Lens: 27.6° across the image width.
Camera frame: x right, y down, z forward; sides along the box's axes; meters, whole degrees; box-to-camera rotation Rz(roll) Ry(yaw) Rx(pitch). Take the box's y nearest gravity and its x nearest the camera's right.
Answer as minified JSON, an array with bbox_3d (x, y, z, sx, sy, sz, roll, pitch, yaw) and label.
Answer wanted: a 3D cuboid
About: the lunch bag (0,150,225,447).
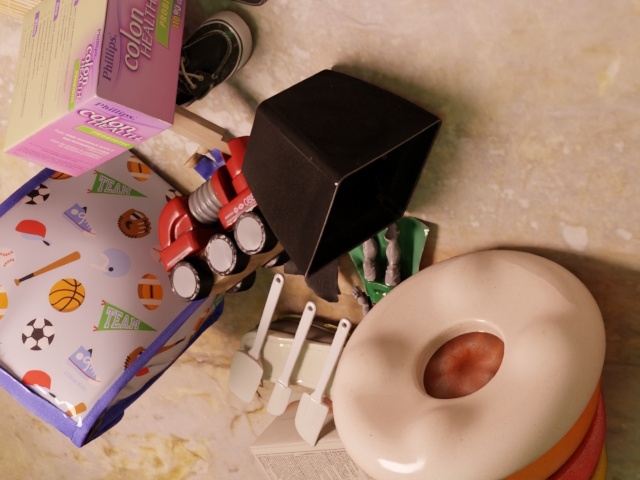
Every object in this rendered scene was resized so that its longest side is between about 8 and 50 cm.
[{"bbox_3d":[-0.349,0.081,1.905,0.328,0.385,0.239,37,139,6],"label":"lunch bag"}]

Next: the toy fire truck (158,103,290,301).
[{"bbox_3d":[-0.152,-0.064,1.756,0.217,0.158,0.246,-35,74,37],"label":"toy fire truck"}]

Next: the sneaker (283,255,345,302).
[{"bbox_3d":[0.000,0.001,1.808,0.089,0.051,0.170,11,113,-1],"label":"sneaker"}]

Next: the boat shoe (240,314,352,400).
[{"bbox_3d":[0.027,0.177,1.899,0.305,0.091,0.109,15,121,32],"label":"boat shoe"}]

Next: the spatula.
[{"bbox_3d":[-0.045,0.170,1.876,0.168,0.019,0.242,35,129,22],"label":"spatula"}]

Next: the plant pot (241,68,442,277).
[{"bbox_3d":[0.008,-0.100,1.625,0.167,0.188,0.187,42,142,20],"label":"plant pot"}]

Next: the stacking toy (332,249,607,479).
[{"bbox_3d":[0.262,0.277,1.692,0.351,0.350,0.480,2,141,38],"label":"stacking toy"}]

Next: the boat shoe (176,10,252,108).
[{"bbox_3d":[-0.166,-0.224,1.734,0.078,0.070,0.219,46,140,-4],"label":"boat shoe"}]

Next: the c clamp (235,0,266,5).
[{"bbox_3d":[-0.128,-0.340,1.612,0.161,0.022,0.137,17,161,31],"label":"c clamp"}]

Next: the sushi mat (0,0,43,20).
[{"bbox_3d":[-0.500,-0.397,1.878,0.317,0.019,0.151,21,137,30],"label":"sushi mat"}]

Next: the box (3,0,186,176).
[{"bbox_3d":[-0.296,-0.227,1.712,0.117,0.213,0.243,19,154,-35],"label":"box"}]

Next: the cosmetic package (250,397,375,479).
[{"bbox_3d":[0.057,0.324,1.982,0.296,0.129,0.153,-12,114,45],"label":"cosmetic package"}]

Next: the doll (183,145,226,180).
[{"bbox_3d":[-0.104,-0.063,1.841,0.189,0.046,0.129,42,133,-7],"label":"doll"}]

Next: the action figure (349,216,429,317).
[{"bbox_3d":[0.089,0.067,1.790,0.137,0.063,0.232,14,136,26],"label":"action figure"}]
